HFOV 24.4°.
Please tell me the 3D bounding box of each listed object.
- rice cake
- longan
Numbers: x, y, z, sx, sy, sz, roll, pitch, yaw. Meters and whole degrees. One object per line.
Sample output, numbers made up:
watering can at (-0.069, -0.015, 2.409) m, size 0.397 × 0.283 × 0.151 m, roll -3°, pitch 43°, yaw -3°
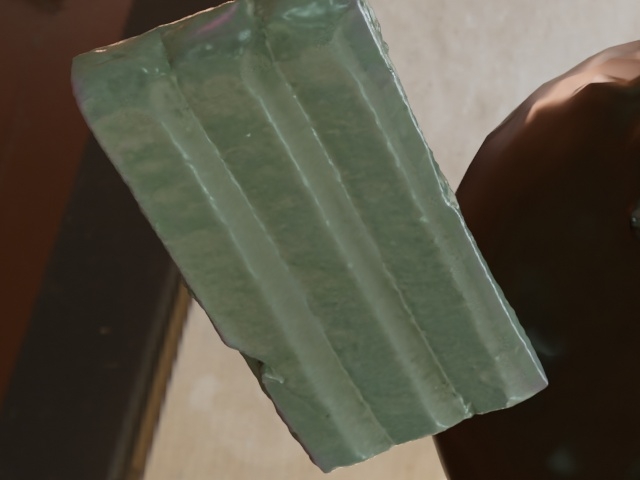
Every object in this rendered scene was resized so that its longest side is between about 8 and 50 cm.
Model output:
rice cake at (0.000, 0.000, 0.605) m, size 0.043 × 0.127 × 0.237 m, roll -103°, pitch 169°, yaw -53°
longan at (0.258, 0.062, 0.936) m, size 0.404 × 0.404 × 0.436 m, roll 51°, pitch 19°, yaw -36°
